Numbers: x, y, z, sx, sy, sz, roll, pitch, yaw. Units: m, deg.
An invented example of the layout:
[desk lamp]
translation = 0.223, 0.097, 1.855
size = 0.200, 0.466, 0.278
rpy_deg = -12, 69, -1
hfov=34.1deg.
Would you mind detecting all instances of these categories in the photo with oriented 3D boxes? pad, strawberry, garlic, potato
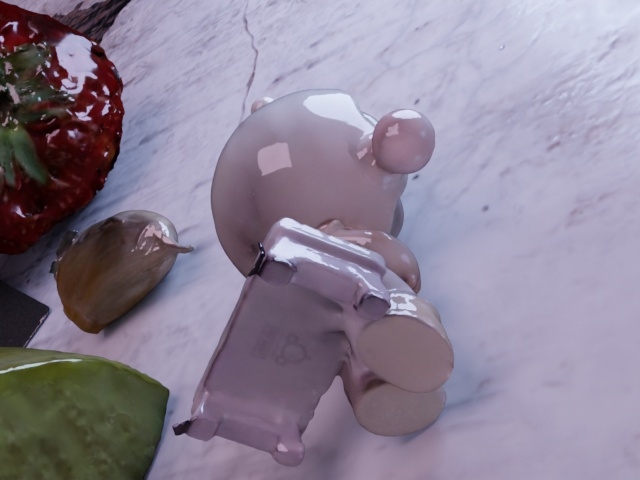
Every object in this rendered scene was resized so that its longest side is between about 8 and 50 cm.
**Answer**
[pad]
translation = -0.352, 0.089, 0.979
size = 0.211, 0.003, 0.143
rpy_deg = 21, 72, 39
[strawberry]
translation = -0.329, -0.101, 1.011
size = 0.274, 0.274, 0.220
rpy_deg = -58, -2, -17
[garlic]
translation = -0.152, 0.015, 0.834
size = 0.152, 0.066, 0.084
rpy_deg = -35, 62, 24
[potato]
translation = -0.297, 0.191, 0.672
size = 0.280, 0.213, 0.330
rpy_deg = -12, 46, 41

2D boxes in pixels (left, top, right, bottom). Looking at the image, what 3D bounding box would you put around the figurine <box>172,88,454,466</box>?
[figurine]
translation = -0.011, 0.002, 0.629
size = 0.144, 0.182, 0.257
rpy_deg = 1, 33, -5
